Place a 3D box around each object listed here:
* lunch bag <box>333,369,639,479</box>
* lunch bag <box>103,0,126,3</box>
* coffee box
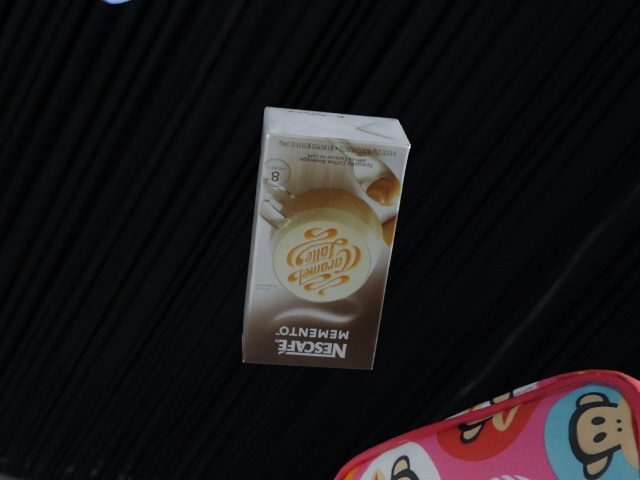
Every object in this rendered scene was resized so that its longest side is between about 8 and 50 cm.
[{"bbox_3d":[0.094,0.226,0.450,0.120,0.258,0.293,17,55,-38],"label":"lunch bag"},{"bbox_3d":[-0.042,-0.209,0.477,0.090,0.176,0.219,46,24,-3],"label":"lunch bag"},{"bbox_3d":[0.000,0.000,1.004,0.141,0.246,0.098,4,23,-7],"label":"coffee box"}]
